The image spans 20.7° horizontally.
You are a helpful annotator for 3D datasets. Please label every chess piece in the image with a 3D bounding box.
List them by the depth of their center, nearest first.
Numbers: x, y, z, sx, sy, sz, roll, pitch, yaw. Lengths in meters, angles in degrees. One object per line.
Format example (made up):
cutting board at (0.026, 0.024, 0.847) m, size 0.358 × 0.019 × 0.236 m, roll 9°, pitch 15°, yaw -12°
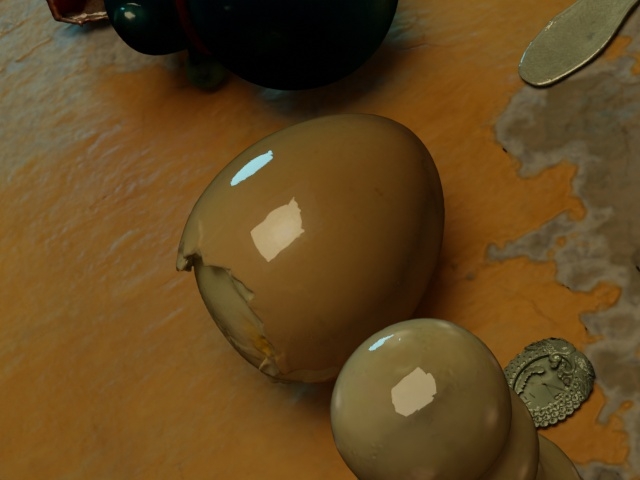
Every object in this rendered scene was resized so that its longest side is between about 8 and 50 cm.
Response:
chess piece at (0.092, 0.163, 1.241) m, size 0.167 × 0.300 × 0.167 m, roll -12°, pitch 53°, yaw 16°

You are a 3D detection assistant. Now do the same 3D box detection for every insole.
insole at (0.256, -0.209, 1.609) m, size 0.192 × 0.010 × 0.063 m, roll -46°, pitch 53°, yaw -11°

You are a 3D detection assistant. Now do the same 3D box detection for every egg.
egg at (0.000, 0.000, 1.451) m, size 0.201 × 0.201 × 0.244 m, roll 31°, pitch 71°, yaw 34°

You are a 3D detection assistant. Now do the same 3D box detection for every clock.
clock at (0.180, 0.116, 1.420) m, size 0.083 × 0.010 × 0.074 m, roll -43°, pitch 53°, yaw -8°

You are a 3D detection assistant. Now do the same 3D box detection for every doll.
doll at (-0.064, -0.235, 1.635) m, size 0.322 × 0.198 × 0.186 m, roll -4°, pitch 40°, yaw 23°

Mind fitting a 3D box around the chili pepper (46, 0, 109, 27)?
chili pepper at (-0.235, -0.342, 1.847) m, size 0.144 × 0.136 × 0.253 m, roll -59°, pitch 27°, yaw 35°
